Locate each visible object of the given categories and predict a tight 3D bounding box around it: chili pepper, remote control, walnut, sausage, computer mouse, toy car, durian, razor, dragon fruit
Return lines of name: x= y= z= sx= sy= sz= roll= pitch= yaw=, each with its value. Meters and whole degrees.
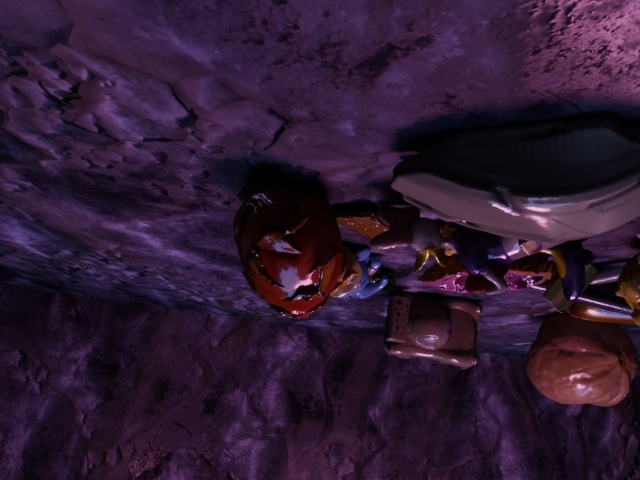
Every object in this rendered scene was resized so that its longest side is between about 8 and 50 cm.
chili pepper: x=0.199 y=0.128 z=1.734 sx=0.073 sy=0.050 sz=0.182 roll=-3 pitch=166 yaw=10
remote control: x=0.629 y=0.131 z=1.445 sx=0.377 sy=0.044 sz=0.107 roll=14 pitch=-176 yaw=21
walnut: x=0.932 y=0.427 z=1.981 sx=0.381 sy=0.381 sz=0.381 roll=7 pitch=164 yaw=2
sausage: x=0.798 y=0.168 z=1.519 sx=0.317 sy=0.117 sz=0.125 roll=4 pitch=149 yaw=18
computer mouse: x=0.323 y=-0.071 z=0.863 sx=0.428 sy=0.146 sz=0.228 roll=0 pitch=165 yaw=25
toy car: x=0.397 y=0.305 z=1.950 sx=0.335 sy=0.242 sz=0.226 roll=7 pitch=161 yaw=6
durian: x=0.411 y=0.050 z=1.312 sx=0.341 sy=0.112 sz=0.191 roll=1 pitch=155 yaw=-8
razor: x=0.714 y=0.079 z=1.352 sx=0.111 sy=0.056 sz=0.277 roll=20 pitch=160 yaw=-33
dragon fruit: x=-0.063 y=0.011 z=1.146 sx=0.250 sy=0.250 sz=0.315 roll=-14 pitch=110 yaw=52

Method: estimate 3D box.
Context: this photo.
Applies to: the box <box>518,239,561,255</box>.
box: x=0.441 y=-0.039 z=0.951 sx=0.207 sy=0.050 sz=0.041 roll=-25 pitch=131 yaw=26

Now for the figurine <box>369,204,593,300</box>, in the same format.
figurine: x=0.317 y=0.006 z=1.096 sx=0.420 sy=0.154 sz=0.193 roll=-2 pitch=125 yaw=15

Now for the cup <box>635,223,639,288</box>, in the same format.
cup: x=0.657 y=0.020 z=1.013 sx=0.141 sy=0.134 sz=0.173 roll=9 pitch=143 yaw=-1

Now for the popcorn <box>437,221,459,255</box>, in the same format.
popcorn: x=0.278 y=-0.004 z=1.230 sx=0.057 sy=0.083 sz=0.082 roll=-17 pitch=-148 yaw=-26

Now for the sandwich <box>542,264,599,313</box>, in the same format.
sandwich: x=0.601 y=0.104 z=1.333 sx=0.074 sy=0.116 sz=0.074 roll=40 pitch=150 yaw=3

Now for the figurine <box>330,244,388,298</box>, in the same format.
figurine: x=0.087 y=0.091 z=1.556 sx=0.180 sy=0.154 sz=0.262 roll=-16 pitch=170 yaw=35

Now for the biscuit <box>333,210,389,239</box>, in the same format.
biscuit: x=0.127 y=-0.029 z=1.272 sx=0.131 sy=0.025 sz=0.231 roll=3 pitch=166 yaw=41

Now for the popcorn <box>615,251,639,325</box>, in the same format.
popcorn: x=0.755 y=0.106 z=1.138 sx=0.250 sy=0.241 sz=0.235 roll=38 pitch=139 yaw=21
